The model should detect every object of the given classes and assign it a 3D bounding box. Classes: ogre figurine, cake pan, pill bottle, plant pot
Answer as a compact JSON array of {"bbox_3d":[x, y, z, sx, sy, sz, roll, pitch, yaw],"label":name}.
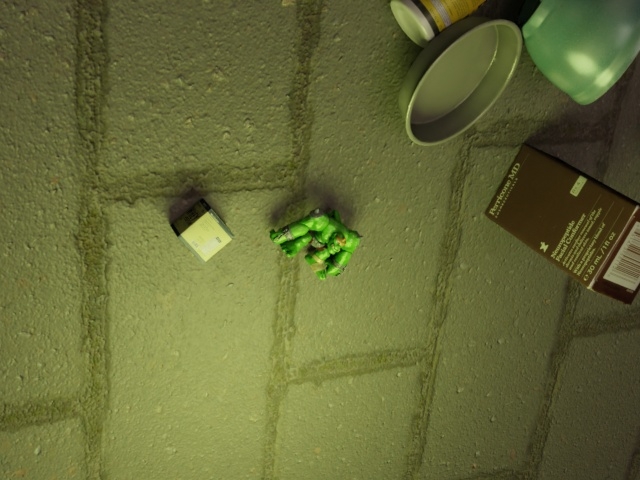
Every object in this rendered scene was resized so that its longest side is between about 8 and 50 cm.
[{"bbox_3d":[0.000,0.000,1.799,0.197,0.097,0.118,39,112,-20],"label":"ogre figurine"},{"bbox_3d":[0.266,-0.315,1.723,0.293,0.054,0.293,-30,151,-19],"label":"cake pan"},{"bbox_3d":[0.245,-0.469,1.663,0.208,0.119,0.119,-39,125,-3],"label":"pill bottle"},{"bbox_3d":[0.505,-0.441,1.731,0.196,0.293,0.293,27,102,-7],"label":"plant pot"}]

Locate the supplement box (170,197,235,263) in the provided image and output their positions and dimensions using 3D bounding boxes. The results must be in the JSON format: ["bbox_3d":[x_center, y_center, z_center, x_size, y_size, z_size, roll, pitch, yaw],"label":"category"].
[{"bbox_3d":[-0.226,-0.018,1.697,0.083,0.056,0.083,-40,125,-3],"label":"supplement box"}]

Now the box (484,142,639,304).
[{"bbox_3d":[0.532,-0.045,1.854,0.143,0.381,0.191,20,104,-30],"label":"box"}]
